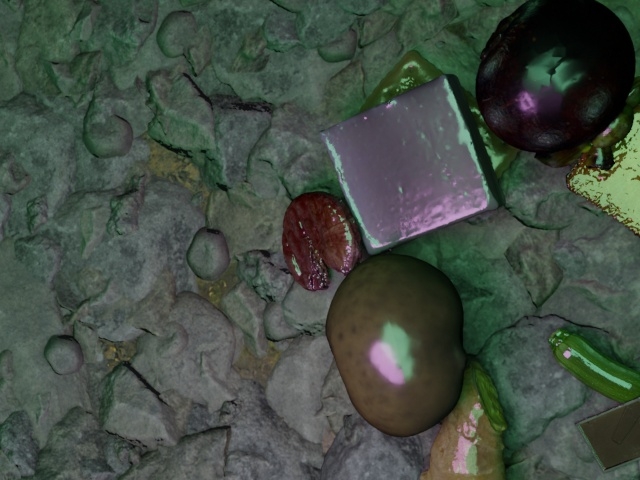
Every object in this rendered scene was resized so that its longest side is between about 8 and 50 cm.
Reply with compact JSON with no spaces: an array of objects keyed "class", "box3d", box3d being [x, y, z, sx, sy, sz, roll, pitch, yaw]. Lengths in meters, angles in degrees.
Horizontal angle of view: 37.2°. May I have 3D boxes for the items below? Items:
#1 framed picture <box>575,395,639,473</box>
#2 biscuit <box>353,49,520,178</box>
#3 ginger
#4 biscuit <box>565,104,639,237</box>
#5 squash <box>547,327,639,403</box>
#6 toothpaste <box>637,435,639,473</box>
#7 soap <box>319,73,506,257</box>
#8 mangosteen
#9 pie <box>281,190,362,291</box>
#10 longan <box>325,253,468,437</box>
[{"class":"framed picture","box3d":[0.570,0.369,1.803,0.149,0.011,0.109,-34,82,37]},{"class":"biscuit","box3d":[0.238,-0.223,1.955,0.325,0.044,0.217,42,99,14]},{"class":"ginger","box3d":[0.295,0.413,1.859,0.189,0.126,0.354,5,85,26]},{"class":"biscuit","box3d":[0.634,-0.141,1.853,0.232,0.013,0.237,37,95,15]},{"class":"squash","box3d":[0.533,0.247,1.827,0.219,0.068,0.077,35,107,14]},{"class":"toothpaste","box3d":[0.630,0.451,1.803,0.062,0.039,0.239,-13,84,29]},{"class":"soap","box3d":[0.182,-0.145,1.892,0.296,0.107,0.286,-20,88,25]},{"class":"mangosteen","box3d":[0.447,-0.301,1.773,0.329,0.330,0.330,-1,86,16]},{"class":"pie","box3d":[0.000,0.000,1.953,0.218,0.054,0.205,-11,91,49]},{"class":"longan","box3d":[0.150,0.199,1.830,0.288,0.288,0.350,-14,75,14]}]
